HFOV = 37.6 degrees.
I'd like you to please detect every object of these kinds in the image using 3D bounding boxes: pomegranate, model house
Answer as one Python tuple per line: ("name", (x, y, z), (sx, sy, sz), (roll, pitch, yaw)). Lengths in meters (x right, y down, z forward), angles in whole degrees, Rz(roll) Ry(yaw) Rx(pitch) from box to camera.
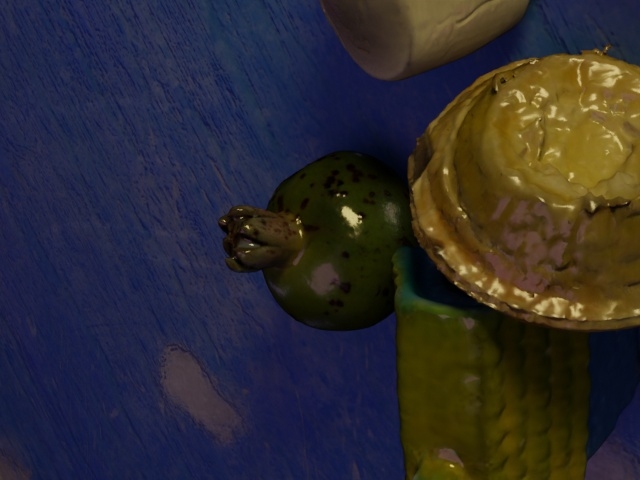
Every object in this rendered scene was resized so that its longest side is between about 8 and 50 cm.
("pomegranate", (0.000, 0.000, 1.028), (0.202, 0.248, 0.202), (-10, 76, 49))
("model house", (0.173, 0.116, 0.909), (0.215, 0.303, 0.237), (7, 116, 30))

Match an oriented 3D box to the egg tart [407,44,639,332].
("egg tart", (0.208, -0.061, 0.783), (0.290, 0.290, 0.115), (31, 153, 24))

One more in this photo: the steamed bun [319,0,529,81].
("steamed bun", (0.075, -0.280, 0.845), (0.155, 0.200, 0.250), (15, 128, 50))
